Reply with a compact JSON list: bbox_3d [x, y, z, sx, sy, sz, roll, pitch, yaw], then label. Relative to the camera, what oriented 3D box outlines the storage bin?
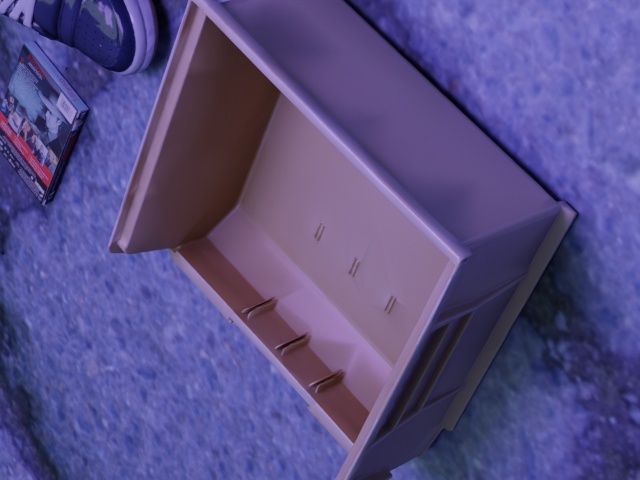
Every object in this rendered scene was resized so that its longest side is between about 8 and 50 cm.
[{"bbox_3d":[0.000,0.000,1.161,0.262,0.123,0.260,46,134,24],"label":"storage bin"}]

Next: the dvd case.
[{"bbox_3d":[-0.243,-0.100,1.466,0.087,0.013,0.119,49,137,21],"label":"dvd case"}]

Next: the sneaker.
[{"bbox_3d":[-0.259,-0.215,1.327,0.282,0.153,0.099,47,135,24],"label":"sneaker"}]
